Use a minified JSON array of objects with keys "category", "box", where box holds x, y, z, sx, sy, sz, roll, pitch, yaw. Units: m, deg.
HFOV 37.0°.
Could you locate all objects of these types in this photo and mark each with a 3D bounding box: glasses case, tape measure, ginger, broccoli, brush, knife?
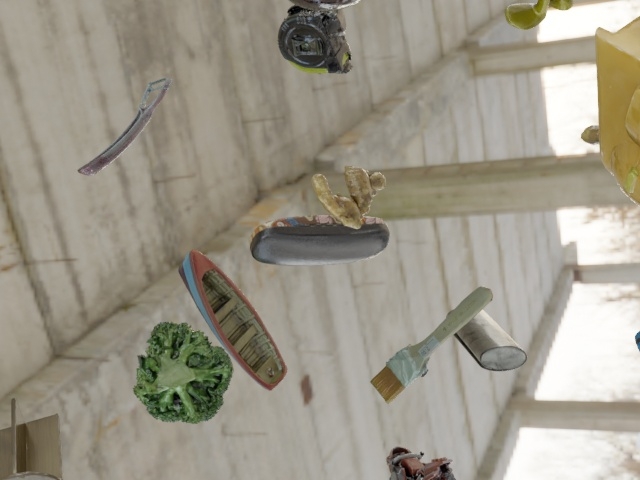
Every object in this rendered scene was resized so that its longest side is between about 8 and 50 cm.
[{"category":"glasses case","box":[0.000,0.000,2.140,0.122,0.321,0.082,115,148,-54]},{"category":"tape measure","box":[-0.020,-0.522,2.508,0.112,0.186,0.199,-55,-39,-47]},{"category":"ginger","box":[0.060,-0.089,1.909,0.193,0.052,0.176,12,-129,-30]},{"category":"broccoli","box":[-0.253,0.245,1.750,0.156,0.195,0.195,88,-171,-69]},{"category":"ginger","box":[0.677,-0.248,2.196,0.133,0.214,0.059,17,-90,-39]},{"category":"brush","box":[0.243,0.218,2.065,0.020,0.336,0.085,29,-161,-52]},{"category":"knife","box":[-0.415,-0.236,2.058,0.053,0.123,0.278,43,-114,-21]},{"category":"glasses case","box":[0.393,0.231,2.290,0.299,0.114,0.060,-118,26,-74]}]

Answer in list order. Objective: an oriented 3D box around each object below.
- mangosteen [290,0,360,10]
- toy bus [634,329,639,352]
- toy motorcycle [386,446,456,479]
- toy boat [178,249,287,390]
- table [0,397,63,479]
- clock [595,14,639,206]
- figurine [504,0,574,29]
[{"category":"mangosteen","box":[0.012,-0.563,1.881,0.216,0.216,0.216,-3,-90,-65]},{"category":"toy bus","box":[0.705,0.241,1.781,0.246,0.113,0.134,37,-152,-25]},{"category":"toy motorcycle","box":[0.190,0.457,1.868,0.084,0.212,0.118,0,-106,-32]},{"category":"toy boat","box":[-0.217,0.191,2.295,0.392,0.079,0.136,56,-136,-13]},{"category":"table","box":[-0.530,0.403,1.718,0.226,0.167,0.167,-118,5,-55]},{"category":"clock","box":[0.497,-0.177,1.298,0.244,0.200,0.317,-32,-35,-14]},{"category":"figurine","box":[0.448,-0.641,1.993,0.204,0.283,0.338,-54,-8,-29]}]
